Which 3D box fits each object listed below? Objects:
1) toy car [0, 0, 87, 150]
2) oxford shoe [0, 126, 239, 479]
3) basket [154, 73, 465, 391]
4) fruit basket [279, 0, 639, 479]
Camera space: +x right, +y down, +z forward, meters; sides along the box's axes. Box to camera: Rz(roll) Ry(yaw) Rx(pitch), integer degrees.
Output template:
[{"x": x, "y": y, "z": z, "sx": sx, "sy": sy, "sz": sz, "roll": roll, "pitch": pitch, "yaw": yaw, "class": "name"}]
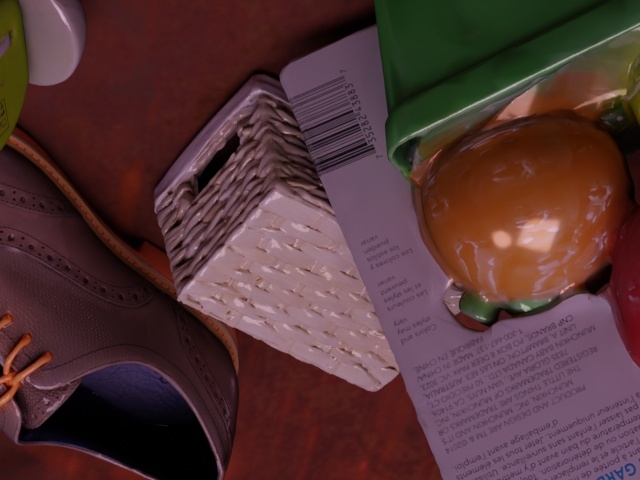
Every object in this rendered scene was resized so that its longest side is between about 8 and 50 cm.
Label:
[{"x": -0.215, "y": -0.120, "z": 1.000, "sx": 0.136, "sy": 0.159, "sz": 0.182, "roll": 12, "pitch": 135, "yaw": 24, "class": "toy car"}, {"x": -0.182, "y": 0.030, "z": 1.119, "sx": 0.364, "sy": 0.133, "sz": 0.130, "roll": 31, "pitch": 118, "yaw": -30, "class": "oxford shoe"}, {"x": 0.000, "y": 0.000, "z": 1.149, "sx": 0.167, "sy": 0.103, "sz": 0.113, "roll": 26, "pitch": 121, "yaw": -29, "class": "basket"}, {"x": 0.182, "y": -0.014, "z": 1.023, "sx": 0.327, "sy": 0.353, "sz": 0.165, "roll": -27, "pitch": 163, "yaw": 10, "class": "fruit basket"}]
